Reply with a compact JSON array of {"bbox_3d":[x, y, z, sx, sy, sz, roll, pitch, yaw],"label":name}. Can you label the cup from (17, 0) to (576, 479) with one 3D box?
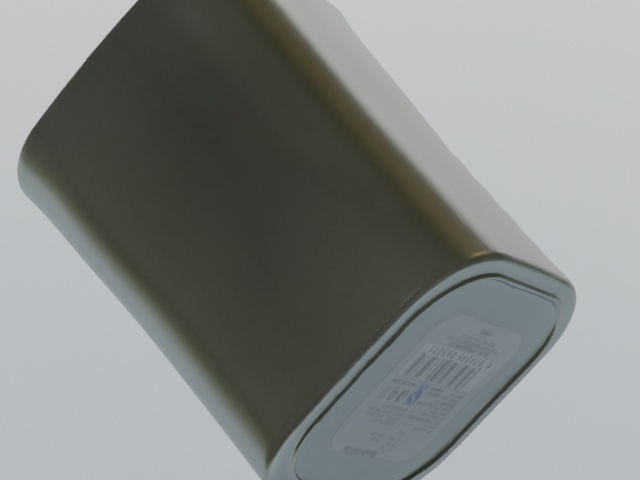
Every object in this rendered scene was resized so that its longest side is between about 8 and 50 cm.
[{"bbox_3d":[0.000,0.000,0.504,0.095,0.128,0.129,-47,-120,13],"label":"cup"}]
